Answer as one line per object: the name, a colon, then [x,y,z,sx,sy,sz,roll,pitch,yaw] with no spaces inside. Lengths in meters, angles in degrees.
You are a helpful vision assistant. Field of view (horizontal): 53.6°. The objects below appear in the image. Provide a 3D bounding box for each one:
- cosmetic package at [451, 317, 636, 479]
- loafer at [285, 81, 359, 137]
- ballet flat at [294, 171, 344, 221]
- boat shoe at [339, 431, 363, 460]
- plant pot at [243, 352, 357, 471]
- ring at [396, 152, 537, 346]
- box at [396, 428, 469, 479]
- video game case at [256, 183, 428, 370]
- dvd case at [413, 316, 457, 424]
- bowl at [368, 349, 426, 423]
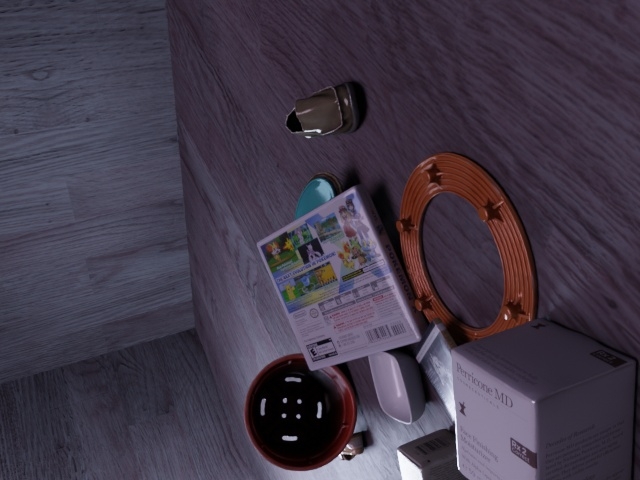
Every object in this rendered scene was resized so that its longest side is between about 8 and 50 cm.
cosmetic package: [0.266,0.216,0.767,0.151,0.151,0.183,27,128,62]
loafer: [-0.001,-0.241,1.235,0.251,0.087,0.094,171,84,-69]
ballet flat: [0.000,0.000,1.346,0.123,0.123,0.348,53,138,46]
boat shoe: [0.065,0.532,1.614,0.170,0.063,0.059,122,136,-62]
plant pot: [-0.064,0.435,1.631,0.265,0.272,0.272,122,131,-74]
ring: [0.205,0.034,0.974,0.336,0.032,0.336,50,148,48]
box: [0.222,0.488,1.121,0.094,0.113,0.275,-165,64,-67]
video game case: [0.030,0.086,1.241,0.329,0.036,0.300,-27,85,47]
dvd case: [0.227,0.249,1.031,0.221,0.018,0.164,60,163,24]
bowl: [0.153,0.275,1.234,0.142,0.053,0.142,173,83,-68]
